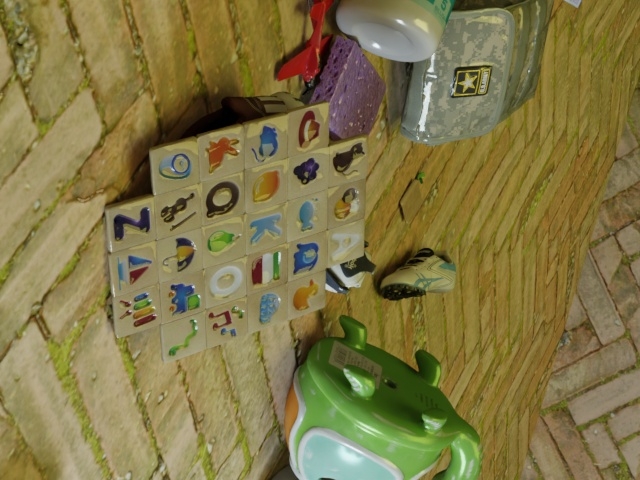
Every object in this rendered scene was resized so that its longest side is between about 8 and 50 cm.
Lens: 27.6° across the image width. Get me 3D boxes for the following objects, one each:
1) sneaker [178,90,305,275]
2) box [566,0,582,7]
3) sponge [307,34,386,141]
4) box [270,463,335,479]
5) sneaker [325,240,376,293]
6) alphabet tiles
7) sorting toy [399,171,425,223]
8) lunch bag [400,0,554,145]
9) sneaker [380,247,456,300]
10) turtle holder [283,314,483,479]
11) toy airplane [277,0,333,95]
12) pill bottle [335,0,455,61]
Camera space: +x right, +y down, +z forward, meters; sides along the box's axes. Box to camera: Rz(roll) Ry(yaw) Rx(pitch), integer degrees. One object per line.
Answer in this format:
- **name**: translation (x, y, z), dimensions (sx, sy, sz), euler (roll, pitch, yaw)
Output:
- **sneaker**: translation (-0.126, -0.050, 1.545), dimensions (0.162, 0.106, 0.281), euler (2, 112, -46)
- **box**: translation (0.376, -0.532, 2.052), dimensions (0.057, 0.200, 0.293), euler (-53, 168, -38)
- **sponge**: translation (0.040, -0.199, 1.839), dimensions (0.117, 0.031, 0.210), euler (-68, 162, -5)
- **box**: translation (-0.018, 0.549, 2.115), dimensions (0.215, 0.168, 0.345), euler (-29, 132, -58)
- **sneaker**: translation (0.000, 0.000, 1.759), dimensions (0.094, 0.153, 0.235), euler (-61, 155, -27)
- **alphabet tiles**: translation (-0.089, -0.009, 1.523), dimensions (0.342, 0.011, 0.285), euler (-18, 125, -28)
- **sorting toy**: translation (0.161, -0.077, 2.246), dimensions (0.083, 0.012, 0.062), euler (-57, 149, -23)
- **lunch bag**: translation (0.237, -0.298, 2.064), dimensions (0.287, 0.169, 0.235), euler (-36, 143, -43)
- **sneaker**: translation (0.168, 0.059, 2.299), dimensions (0.237, 0.085, 0.086), euler (-7, 87, -61)
- **turtle holder**: translation (0.091, 0.289, 2.021), dimensions (0.320, 0.243, 0.227), euler (19, 113, -31)
- **toy airplane**: translation (-0.008, -0.261, 1.704), dimensions (0.151, 0.028, 0.151), euler (-50, 150, -44)
- **pill bottle**: translation (0.127, -0.386, 1.756), dimensions (0.146, 0.146, 0.264), euler (50, 57, -64)
